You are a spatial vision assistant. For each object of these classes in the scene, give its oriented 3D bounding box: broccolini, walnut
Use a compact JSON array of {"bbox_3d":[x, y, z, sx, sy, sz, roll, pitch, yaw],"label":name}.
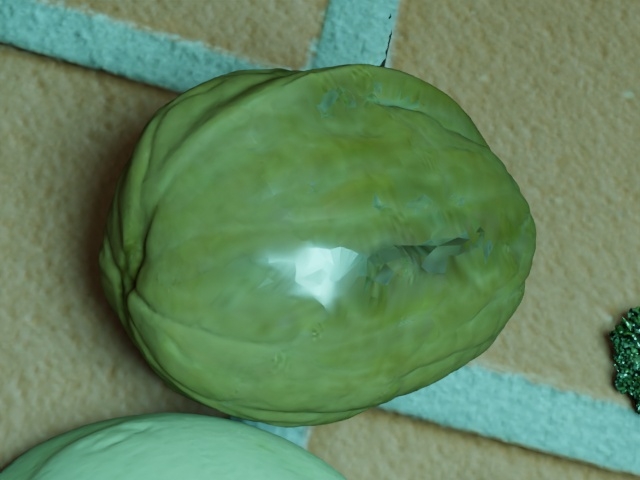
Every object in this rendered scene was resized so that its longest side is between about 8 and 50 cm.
[{"bbox_3d":[0.308,0.080,1.136,0.254,0.071,0.057,4,21,-19],"label":"broccolini"},{"bbox_3d":[0.000,0.000,0.996,0.261,0.225,0.225,-16,68,-30],"label":"walnut"}]

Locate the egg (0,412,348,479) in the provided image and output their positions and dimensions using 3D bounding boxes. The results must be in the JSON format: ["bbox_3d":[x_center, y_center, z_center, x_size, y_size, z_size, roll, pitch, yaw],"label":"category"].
[{"bbox_3d":[-0.063,0.196,0.900,0.286,0.174,0.264,41,58,13],"label":"egg"}]
